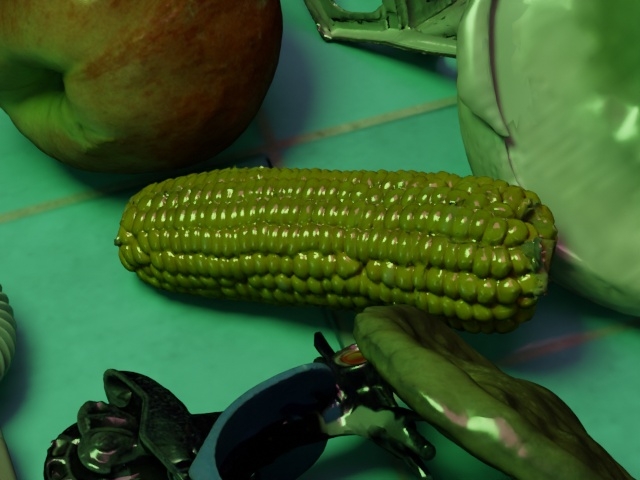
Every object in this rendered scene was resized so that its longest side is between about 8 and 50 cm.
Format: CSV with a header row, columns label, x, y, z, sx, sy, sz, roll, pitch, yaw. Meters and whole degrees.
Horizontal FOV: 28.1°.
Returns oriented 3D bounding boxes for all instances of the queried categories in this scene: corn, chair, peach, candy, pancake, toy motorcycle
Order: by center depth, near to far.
label,x,y,z,sx,sy,sz,roll,pitch,yaw
pancake,0.109,0.099,0.682,0.222,0.236,0.042,39,96,18
toy motorcycle,0.015,0.171,0.693,0.212,0.125,0.358,-29,55,-31
candy,0.282,-0.141,0.823,0.427,0.186,0.386,-45,76,12
corn,0.002,-0.003,0.835,0.312,0.102,0.102,7,49,23
peach,-0.133,-0.174,0.941,0.232,0.232,0.257,24,53,23
chair,0.094,-0.262,1.030,0.203,0.191,0.274,-39,28,-28

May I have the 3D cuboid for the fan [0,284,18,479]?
label,x,y,z,sx,sy,sz,roll,pitch,yaw
fan,-0.235,0.100,0.780,0.074,0.130,0.244,-41,59,27
